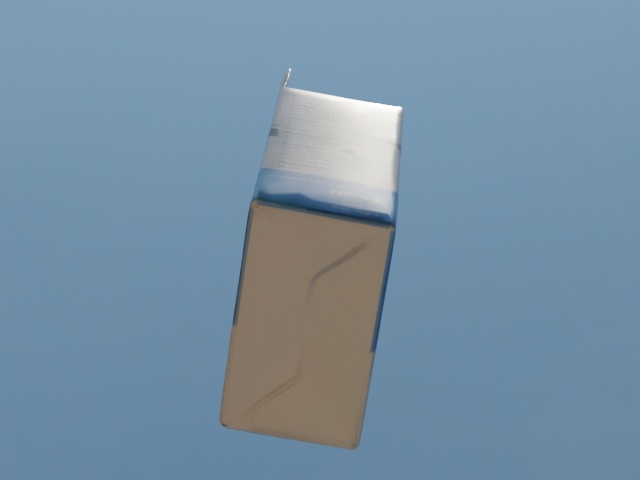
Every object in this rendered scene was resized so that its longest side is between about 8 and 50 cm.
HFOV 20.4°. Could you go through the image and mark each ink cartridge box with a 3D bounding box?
[{"bbox_3d":[0.000,0.000,0.784,0.060,0.180,0.104,9,-66,0],"label":"ink cartridge box"}]
